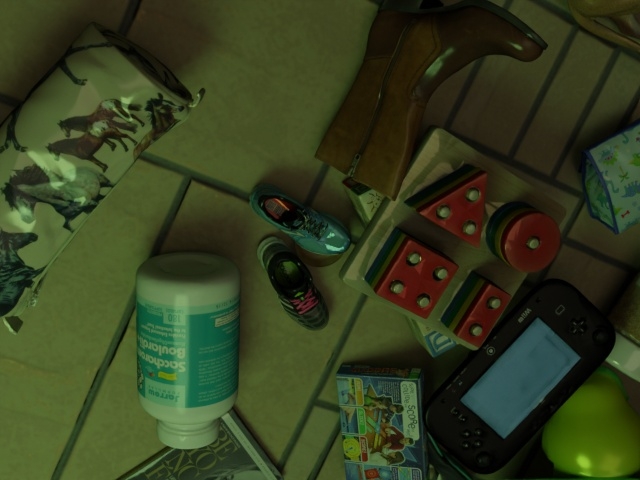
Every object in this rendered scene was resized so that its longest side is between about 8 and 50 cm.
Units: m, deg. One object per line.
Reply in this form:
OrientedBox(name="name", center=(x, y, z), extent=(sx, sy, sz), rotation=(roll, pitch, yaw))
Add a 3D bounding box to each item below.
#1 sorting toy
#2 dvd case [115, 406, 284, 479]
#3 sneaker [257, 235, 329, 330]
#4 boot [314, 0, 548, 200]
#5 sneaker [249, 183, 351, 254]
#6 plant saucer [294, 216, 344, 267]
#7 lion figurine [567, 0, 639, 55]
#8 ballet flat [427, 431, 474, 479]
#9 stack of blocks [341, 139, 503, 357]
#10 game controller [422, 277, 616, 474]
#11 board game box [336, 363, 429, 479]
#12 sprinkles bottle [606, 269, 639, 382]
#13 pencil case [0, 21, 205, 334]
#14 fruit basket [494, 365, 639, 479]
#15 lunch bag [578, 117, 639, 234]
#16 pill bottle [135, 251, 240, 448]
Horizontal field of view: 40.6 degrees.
OrientedBox(name="sorting toy", center=(0.204, 0.012, 1.231), extent=(0.257, 0.089, 0.255), rotation=(28, 98, -22))
OrientedBox(name="dvd case", center=(-0.191, 0.383, 1.377), extent=(0.221, 0.018, 0.164), rotation=(-33, 113, -4))
OrientedBox(name="sneaker", center=(-0.036, 0.074, 1.288), extent=(0.063, 0.075, 0.170), rotation=(-31, 113, -4))
OrientedBox(name="boot", center=(0.138, -0.188, 1.157), extent=(0.096, 0.264, 0.280), rotation=(15, 99, -60))
OrientedBox(name="sneaker", center=(-0.030, -0.023, 1.244), extent=(0.162, 0.073, 0.063), rotation=(27, 95, -10))
OrientedBox(name="plant saucer", center=(0.000, 0.000, 1.306), extent=(0.084, 0.015, 0.083), rotation=(-5, 108, -15))
OrientedBox(name="lion figurine", center=(0.429, -0.433, 1.221), extent=(0.240, 0.142, 0.392), rotation=(4, 111, -9))
OrientedBox(name="ballet flat", center=(0.182, 0.365, 1.450), extent=(0.074, 0.074, 0.203), rotation=(-39, 116, -1))
OrientedBox(name="stack of blocks", center=(0.176, 0.007, 1.318), extent=(0.171, 0.087, 0.297), rotation=(-28, 113, -6))
OrientedBox(name="game controller", center=(0.306, 0.210, 1.343), extent=(0.166, 0.067, 0.319), rotation=(42, 92, -19))
OrientedBox(name="board game box", center=(0.101, 0.297, 1.387), extent=(0.136, 0.035, 0.201), rotation=(2, 111, 17))
OrientedBox(name="sprinkles bottle", center=(0.592, 0.064, 1.437), extent=(0.121, 0.121, 0.355), rotation=(31, 97, -22))
OrientedBox(name="pencil case", center=(-0.336, -0.086, 1.104), extent=(0.183, 0.160, 0.410), rotation=(40, 94, -24))
OrientedBox(name="fruit basket", center=(0.455, 0.412, 1.443), extent=(0.392, 0.392, 0.283), rotation=(-25, 146, -7))
OrientedBox(name="lunch bag", center=(0.482, -0.108, 1.364), extent=(0.129, 0.096, 0.151), rotation=(-28, 123, -5))
OrientedBox(name="pill bottle", center=(-0.188, 0.159, 1.234), extent=(0.146, 0.146, 0.264), rotation=(-2, 108, -15))
